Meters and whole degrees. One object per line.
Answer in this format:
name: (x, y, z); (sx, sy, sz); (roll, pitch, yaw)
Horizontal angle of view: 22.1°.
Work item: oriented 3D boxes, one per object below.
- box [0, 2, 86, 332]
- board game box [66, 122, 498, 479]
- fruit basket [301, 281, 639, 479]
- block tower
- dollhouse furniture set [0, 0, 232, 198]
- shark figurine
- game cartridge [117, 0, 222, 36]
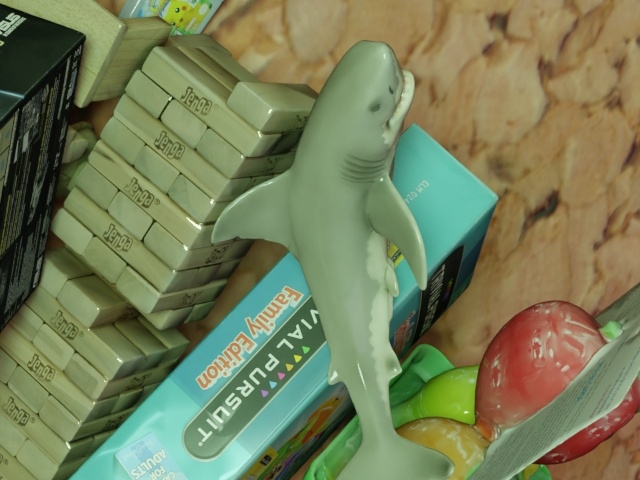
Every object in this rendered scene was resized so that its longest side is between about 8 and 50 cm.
box: (-0.203, -0.021, 0.892); (0.147, 0.078, 0.180); (-63, 171, -56)
board game box: (-0.026, 0.098, 1.115); (0.336, 0.079, 0.254); (-46, 170, -9)
fruit basket: (0.136, 0.146, 1.167); (0.353, 0.165, 0.327); (-36, -178, 32)
block tower: (-0.125, 0.029, 1.025); (0.335, 0.097, 0.091); (-56, 163, 19)
dollhouse furniture set: (-0.157, -0.112, 1.027); (0.144, 0.123, 0.151); (-59, 162, 23)
shark figurine: (-0.002, 0.020, 0.950); (0.116, 0.166, 0.278); (-5, 102, -11)
game cartridge: (-0.099, -0.152, 1.068); (0.056, 0.017, 0.083); (36, 88, -39)
